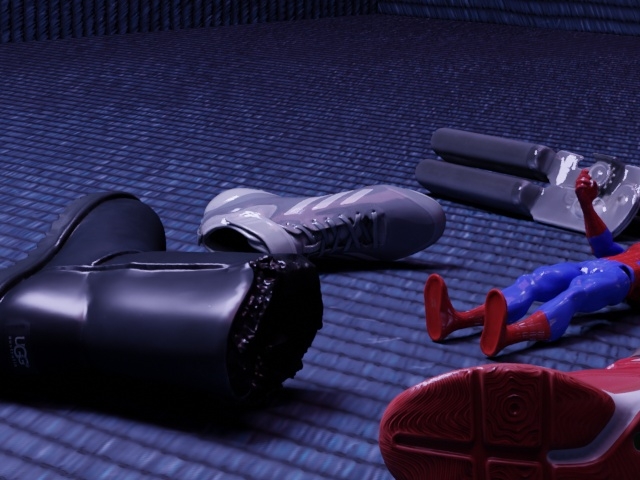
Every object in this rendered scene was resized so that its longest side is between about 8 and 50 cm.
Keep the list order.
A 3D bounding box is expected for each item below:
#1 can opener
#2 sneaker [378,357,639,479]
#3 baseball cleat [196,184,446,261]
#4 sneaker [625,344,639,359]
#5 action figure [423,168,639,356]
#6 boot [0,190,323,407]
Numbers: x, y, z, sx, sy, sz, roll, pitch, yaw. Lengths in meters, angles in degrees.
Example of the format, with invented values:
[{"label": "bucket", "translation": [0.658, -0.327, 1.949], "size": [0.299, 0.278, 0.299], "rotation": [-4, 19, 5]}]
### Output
[{"label": "can opener", "translation": [0.218, -0.049, 1.627], "size": [0.095, 0.076, 0.283], "rotation": [33, -10, -38]}, {"label": "sneaker", "translation": [0.136, 0.106, 0.899], "size": [0.221, 0.087, 0.128], "rotation": [2, -4, -5]}, {"label": "baseball cleat", "translation": [0.000, 0.000, 1.371], "size": [0.205, 0.072, 0.109], "rotation": [-1, 26, 9]}, {"label": "sneaker", "translation": [0.233, 0.100, 0.976], "size": [0.065, 0.061, 0.158], "rotation": [-32, 24, -18]}, {"label": "action figure", "translation": [0.206, -0.003, 1.227], "size": [0.280, 0.139, 0.091], "rotation": [-6, 16, -42]}, {"label": "boot", "translation": [-0.092, 0.036, 1.083], "size": [0.207, 0.094, 0.246], "rotation": [2, 19, 19]}]
